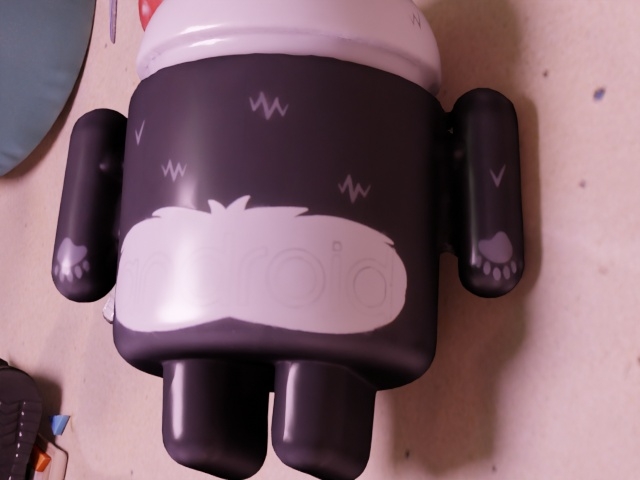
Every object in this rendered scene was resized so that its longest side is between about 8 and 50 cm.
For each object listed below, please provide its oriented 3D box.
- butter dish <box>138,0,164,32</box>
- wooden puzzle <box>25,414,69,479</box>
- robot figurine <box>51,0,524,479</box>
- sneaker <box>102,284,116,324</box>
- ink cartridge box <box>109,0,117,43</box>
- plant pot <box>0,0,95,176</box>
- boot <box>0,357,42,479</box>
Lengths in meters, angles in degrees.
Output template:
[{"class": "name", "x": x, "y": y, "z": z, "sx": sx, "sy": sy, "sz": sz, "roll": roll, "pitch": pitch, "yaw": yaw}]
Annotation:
[{"class": "butter dish", "x": -0.073, "y": -0.181, "z": 1.061, "sx": 0.160, "sy": 0.118, "sz": 0.160, "roll": 13, "pitch": 94, "yaw": 58}, {"class": "wooden puzzle", "x": -0.229, "y": 0.196, "z": 1.319, "sx": 0.078, "sy": 0.014, "sz": 0.116, "roll": 3, "pitch": 84, "yaw": 59}, {"class": "robot figurine", "x": -0.019, "y": -0.014, "z": 0.862, "sx": 0.173, "sy": 0.209, "sz": 0.278, "roll": 154, "pitch": 121, "yaw": -63}, {"class": "sneaker", "x": -0.086, "y": 0.027, "z": 1.065, "sx": 0.208, "sy": 0.081, "sz": 0.094, "roll": 21, "pitch": 98, "yaw": 59}, {"class": "ink cartridge box", "x": -0.122, "y": -0.347, "z": 1.136, "sx": 0.303, "sy": 0.072, "sz": 0.307, "roll": 110, "pitch": 153, "yaw": -63}, {"class": "plant pot", "x": -0.375, "y": -0.212, "z": 1.390, "sx": 0.293, "sy": 0.235, "sz": 0.293, "roll": -13, "pitch": 72, "yaw": 43}, {"class": "boot", "x": -0.286, "y": 0.194, "z": 1.356, "sx": 0.198, "sy": 0.077, "sz": 0.137, "roll": -67, "pitch": 19, "yaw": -2}]
